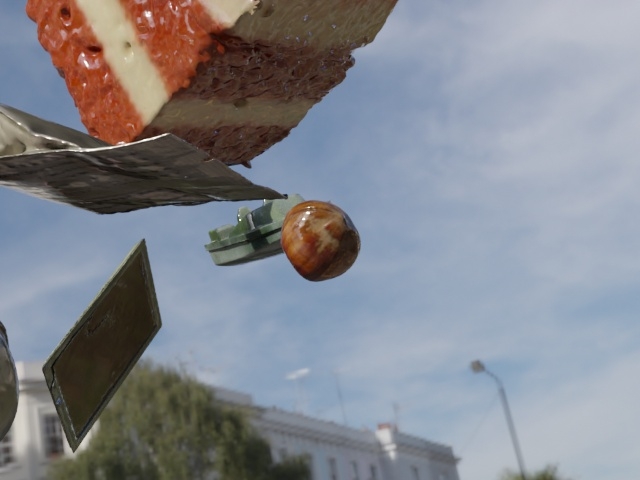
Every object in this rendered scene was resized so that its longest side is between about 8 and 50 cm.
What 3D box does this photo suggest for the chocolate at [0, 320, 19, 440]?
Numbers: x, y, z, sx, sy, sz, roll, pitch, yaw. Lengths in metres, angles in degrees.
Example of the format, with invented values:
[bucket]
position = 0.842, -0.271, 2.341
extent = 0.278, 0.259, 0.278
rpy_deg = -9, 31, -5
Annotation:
[chocolate]
position = -0.445, 0.166, 1.127
extent = 0.283, 0.284, 0.186
rpy_deg = -24, 5, 26

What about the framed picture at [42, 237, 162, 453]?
[framed picture]
position = -0.325, 0.157, 1.591
extent = 0.016, 0.273, 0.216
rpy_deg = 17, -42, 17

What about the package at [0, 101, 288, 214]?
[package]
position = -0.172, -0.052, 0.729
extent = 0.250, 0.062, 0.204
rpy_deg = 10, -1, 20

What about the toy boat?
[toy boat]
position = -0.067, -0.024, 1.624
extent = 0.141, 0.092, 0.319
rpy_deg = -23, 4, -28

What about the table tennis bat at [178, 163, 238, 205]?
[table tennis bat]
position = -0.179, -0.108, 1.510
extent = 0.234, 0.131, 0.022
rpy_deg = -18, -23, -52

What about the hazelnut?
[hazelnut]
position = 0.000, 0.000, 1.076
extent = 0.086, 0.086, 0.086
rpy_deg = -10, -23, -4

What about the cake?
[cake]
position = -0.113, -0.271, 1.149
extent = 0.319, 0.270, 0.269
rpy_deg = -42, -19, 33
